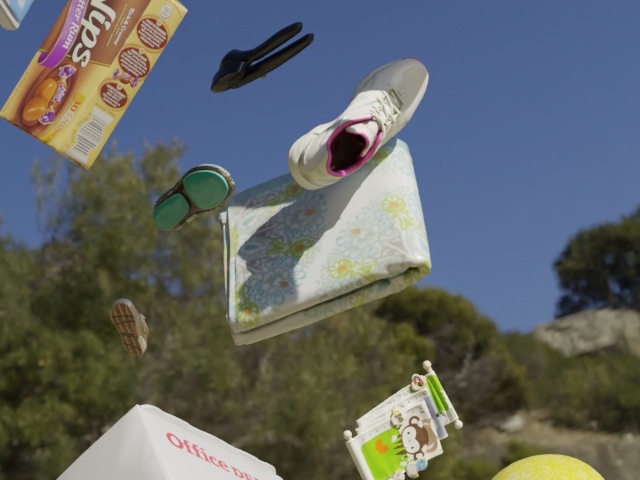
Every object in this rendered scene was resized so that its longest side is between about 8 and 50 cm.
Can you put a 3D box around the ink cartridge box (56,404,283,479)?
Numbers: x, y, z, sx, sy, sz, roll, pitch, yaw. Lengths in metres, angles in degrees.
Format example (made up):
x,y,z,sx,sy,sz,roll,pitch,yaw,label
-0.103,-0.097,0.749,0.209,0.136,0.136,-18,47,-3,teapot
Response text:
x,y,z,sx,sy,sz,roll,pitch,yaw,label
-0.105,0.398,1.470,0.160,0.385,0.279,-42,-45,11,ink cartridge box

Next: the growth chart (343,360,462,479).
x,y,z,sx,sy,sz,roll,pitch,yaw,label
0.156,0.362,2.550,0.237,0.172,0.021,-37,13,-16,growth chart

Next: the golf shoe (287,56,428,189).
x,y,z,sx,sy,sz,roll,pitch,yaw,label
0.086,-0.195,2.297,0.306,0.115,0.140,-45,19,-15,golf shoe

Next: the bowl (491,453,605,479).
x,y,z,sx,sy,sz,roll,pitch,yaw,label
0.359,0.506,2.354,0.289,0.290,0.156,-30,-31,35,bowl

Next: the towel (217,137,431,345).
x,y,z,sx,sy,sz,roll,pitch,yaw,label
0.000,0.000,2.356,0.374,0.321,0.090,-21,-45,14,towel

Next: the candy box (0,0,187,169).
x,y,z,sx,sy,sz,roll,pitch,yaw,label
-0.224,-0.175,1.341,0.053,0.109,0.187,32,-91,-51,candy box

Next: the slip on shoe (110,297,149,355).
x,y,z,sx,sy,sz,roll,pitch,yaw,label
-0.312,0.136,2.269,0.051,0.041,0.135,11,-40,21,slip on shoe

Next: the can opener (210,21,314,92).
x,y,z,sx,sy,sz,roll,pitch,yaw,label
-0.083,-0.270,2.029,0.186,0.073,0.059,-23,-45,31,can opener

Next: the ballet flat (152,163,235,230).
x,y,z,sx,sy,sz,roll,pitch,yaw,label
-0.165,-0.069,1.886,0.070,0.070,0.188,4,-18,-39,ballet flat

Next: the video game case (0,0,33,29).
x,y,z,sx,sy,sz,roll,pitch,yaw,label
-0.350,-0.375,1.509,0.023,0.193,0.212,7,-32,24,video game case
